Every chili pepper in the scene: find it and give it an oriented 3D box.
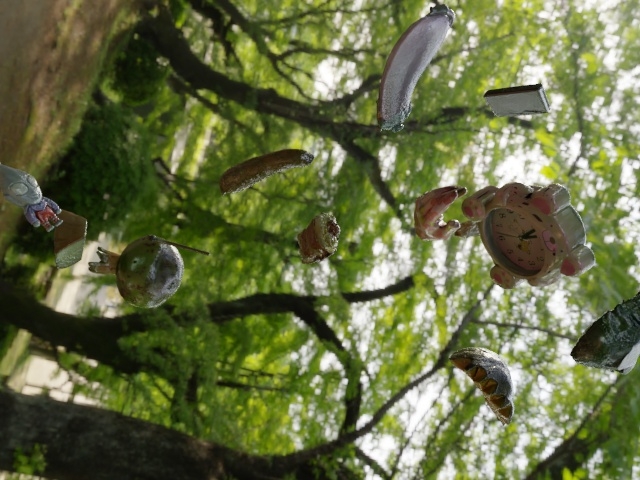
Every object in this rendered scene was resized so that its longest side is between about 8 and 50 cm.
[{"bbox_3d":[0.677,0.200,1.553,0.116,0.264,0.148,49,-21,29],"label":"chili pepper"}]

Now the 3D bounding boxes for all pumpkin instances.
[{"bbox_3d":[0.514,0.399,2.053,0.149,0.254,0.130,-37,175,-17],"label":"pumpkin"}]

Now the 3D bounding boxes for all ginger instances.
[{"bbox_3d":[0.493,-0.033,2.161,0.069,0.173,0.051,114,-26,-43],"label":"ginger"}]

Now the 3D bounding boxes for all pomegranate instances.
[{"bbox_3d":[-0.576,0.077,2.248,0.231,0.286,0.231,-54,-176,6],"label":"pomegranate"}]

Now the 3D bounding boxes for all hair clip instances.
[{"bbox_3d":[0.185,-0.367,1.538,0.358,0.110,0.095,117,-14,-59],"label":"hair clip"}]

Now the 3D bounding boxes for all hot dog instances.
[{"bbox_3d":[0.000,0.000,2.271,0.213,0.103,0.146,143,-54,-58],"label":"hot dog"}]

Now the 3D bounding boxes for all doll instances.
[{"bbox_3d":[-0.754,-0.118,1.800,0.075,0.227,0.102,-36,-174,36],"label":"doll"}]

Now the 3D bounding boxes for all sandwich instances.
[{"bbox_3d":[-0.780,-0.007,2.201,0.258,0.096,0.094,-109,-152,-51],"label":"sandwich"}]

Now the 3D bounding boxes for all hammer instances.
[{"bbox_3d":[-0.394,0.013,1.953,0.062,0.182,0.017,53,53,-87],"label":"hammer"}]

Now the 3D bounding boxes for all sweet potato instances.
[{"bbox_3d":[-0.146,-0.190,1.849,0.075,0.273,0.075,-19,90,-76],"label":"sweet potato"}]

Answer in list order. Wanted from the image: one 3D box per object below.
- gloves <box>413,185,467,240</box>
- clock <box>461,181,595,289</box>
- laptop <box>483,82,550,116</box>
[{"bbox_3d":[0.333,-0.082,2.015,0.241,0.126,0.145,93,7,-65],"label":"gloves"},{"bbox_3d":[0.524,-0.015,1.791,0.309,0.114,0.284,-7,-71,62],"label":"clock"},{"bbox_3d":[0.528,-0.374,1.894,0.207,0.154,0.026,16,75,-65],"label":"laptop"}]
